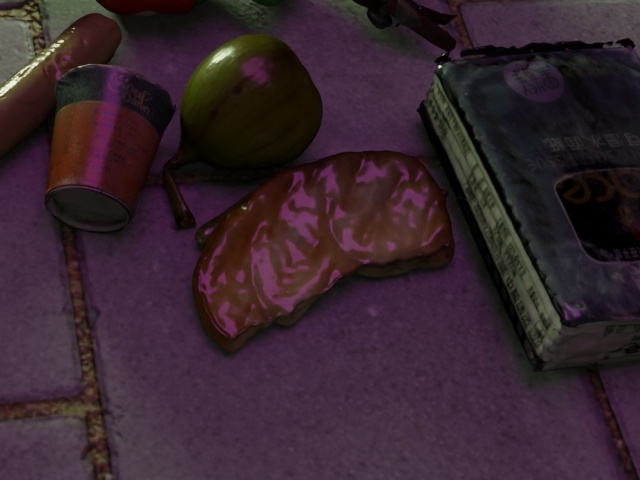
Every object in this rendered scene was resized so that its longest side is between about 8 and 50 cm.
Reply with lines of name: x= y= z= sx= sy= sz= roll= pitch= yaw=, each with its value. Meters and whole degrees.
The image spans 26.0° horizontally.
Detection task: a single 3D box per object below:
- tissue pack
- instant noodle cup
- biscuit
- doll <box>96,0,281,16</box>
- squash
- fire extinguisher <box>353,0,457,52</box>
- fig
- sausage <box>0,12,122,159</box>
tissue pack: x=0.280 y=-0.043 z=1.453 sx=0.259 sy=0.122 sz=0.361 roll=-6 pitch=54 yaw=-20
instant noodle cup: x=-0.218 y=-0.086 z=1.386 sx=0.127 sy=0.127 sz=0.135 roll=10 pitch=61 yaw=-4
biscuit: x=-0.003 y=-0.003 z=1.402 sx=0.299 sy=0.045 sz=0.154 roll=-21 pitch=71 yaw=-24
doll: x=-0.187 y=-0.336 z=1.541 sx=0.363 sy=0.160 sz=0.182 roll=-6 pitch=63 yaw=-16
squash: x=-0.094 y=-0.018 z=1.411 sx=0.027 sy=0.027 sz=0.083 roll=41 pitch=58 yaw=18
fire extinguisher: x=0.074 y=-0.361 z=1.661 sx=0.147 sy=0.106 sz=0.337 roll=9 pitch=50 yaw=-37
fig: x=-0.088 y=-0.124 z=1.443 sx=0.186 sy=0.142 sz=0.148 roll=-30 pitch=93 yaw=13
sausage: x=-0.310 y=-0.141 z=1.435 sx=0.066 sy=0.066 sz=0.301 roll=33 pitch=56 yaw=12
